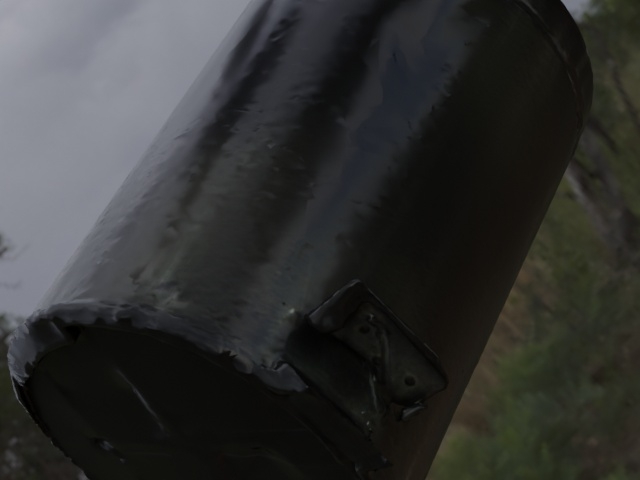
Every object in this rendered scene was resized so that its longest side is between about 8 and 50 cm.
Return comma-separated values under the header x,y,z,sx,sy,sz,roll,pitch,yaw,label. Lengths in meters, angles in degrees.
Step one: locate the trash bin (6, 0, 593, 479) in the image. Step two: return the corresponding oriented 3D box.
x,y,z,sx,sy,sz,roll,pitch,yaw,label
0.000,0.000,0.684,0.252,0.203,0.301,-30,24,48,trash bin
